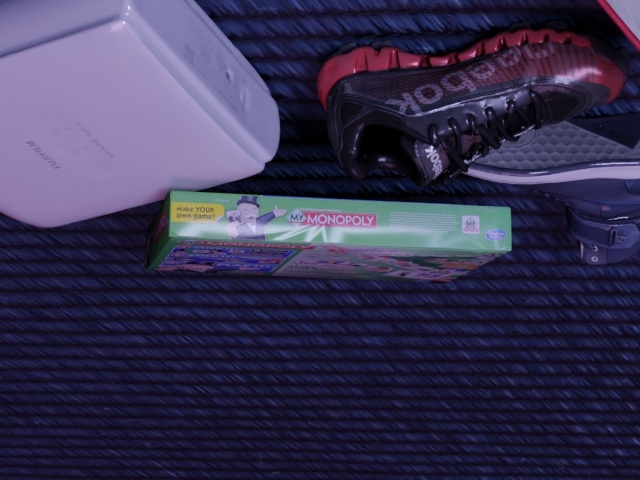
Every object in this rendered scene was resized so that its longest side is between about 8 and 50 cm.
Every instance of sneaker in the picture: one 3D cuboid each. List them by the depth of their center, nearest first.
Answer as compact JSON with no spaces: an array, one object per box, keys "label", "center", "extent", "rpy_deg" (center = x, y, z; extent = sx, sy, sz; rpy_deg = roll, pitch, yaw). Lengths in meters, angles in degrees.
[{"label":"sneaker","center":[0.129,-0.110,1.417],"extent":[0.276,0.135,0.098],"rpy_deg":[-5,144,13]},{"label":"sneaker","center":[0.220,-0.046,1.548],"extent":[0.226,0.086,0.163],"rpy_deg":[3,145,1]}]

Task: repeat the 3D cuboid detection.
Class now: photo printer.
[{"label":"photo printer","center":[-0.228,-0.123,1.465],"extent":[0.307,0.107,0.256],"rpy_deg":[-13,144,25]}]

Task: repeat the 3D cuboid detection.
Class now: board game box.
[{"label":"board game box","center":[0.000,0.000,1.582],"extent":[0.317,0.046,0.213],"rpy_deg":[3,169,-12]}]

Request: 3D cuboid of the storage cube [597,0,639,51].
[{"label":"storage cube","center":[0.300,-0.235,1.144],"extent":[0.183,0.193,0.215],"rpy_deg":[-18,140,32]}]
